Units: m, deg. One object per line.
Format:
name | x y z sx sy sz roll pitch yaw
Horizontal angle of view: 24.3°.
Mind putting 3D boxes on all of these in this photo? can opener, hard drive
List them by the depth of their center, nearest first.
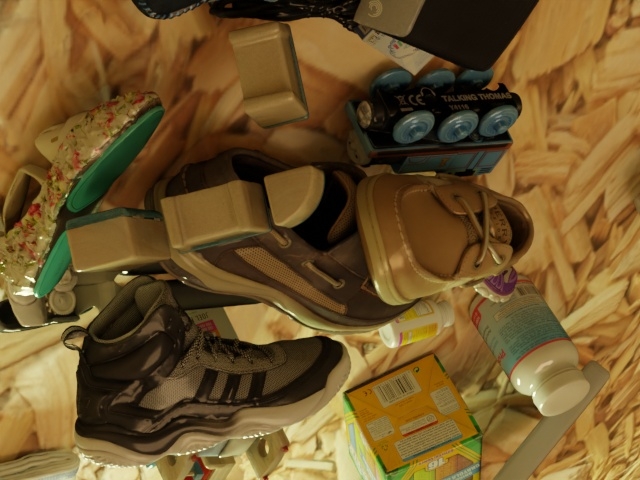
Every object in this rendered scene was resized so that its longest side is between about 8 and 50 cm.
hard drive | 0.145 -0.262 1.201 0.172 0.054 0.255 13 111 -51
can opener | -0.176 0.037 1.417 0.280 0.074 0.093 -5 173 -30

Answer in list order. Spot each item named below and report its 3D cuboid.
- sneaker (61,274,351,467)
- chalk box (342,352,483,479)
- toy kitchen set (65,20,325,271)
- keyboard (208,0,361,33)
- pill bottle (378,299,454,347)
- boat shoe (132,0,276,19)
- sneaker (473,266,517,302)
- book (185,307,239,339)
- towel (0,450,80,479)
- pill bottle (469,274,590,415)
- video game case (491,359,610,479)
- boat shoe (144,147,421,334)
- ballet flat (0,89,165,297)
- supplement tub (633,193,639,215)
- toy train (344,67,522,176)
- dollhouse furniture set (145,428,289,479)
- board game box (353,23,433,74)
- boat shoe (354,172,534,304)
sneaker | -0.102 0.102 1.353 0.268 0.101 0.153 -16 114 -16
chalk box | 0.116 0.267 1.862 0.132 0.132 0.213 -23 146 -10
toy kitchen set | -0.107 -0.076 1.234 0.207 0.166 0.122 -13 177 7
keyboard | -0.008 -0.252 1.187 0.317 0.033 0.201 -5 134 -31
pill bottle | 0.111 0.094 1.712 0.083 0.043 0.043 -14 143 -22
boat shoe | -0.033 -0.247 1.075 0.258 0.089 0.109 -40 142 8
sneaker | 0.181 0.015 1.645 0.071 0.068 0.170 -44 144 10
book | -0.125 0.116 1.473 0.096 0.144 0.035 -19 145 -17
towel | -0.391 0.337 1.663 0.209 0.034 0.285 -9 143 -31
pill bottle | 0.248 0.125 1.750 0.087 0.160 0.087 -20 145 -15
video game case | 0.241 0.315 1.925 0.329 0.036 0.300 -48 168 -12
boat shoe | 0.000 0.000 1.409 0.130 0.132 0.355 -35 150 33
ballet flat | -0.218 -0.048 1.250 0.241 0.077 0.091 -53 171 30
supplement tub | 0.518 -0.054 1.691 0.272 0.191 0.191 -34 146 5
toy train | 0.106 -0.109 1.417 0.184 0.080 0.105 -7 146 -31
dollhouse furniture set | -0.145 0.236 1.629 0.129 0.129 0.184 0 136 -37
board game box | 0.086 -0.193 1.279 0.090 0.020 0.090 -44 145 15
boat shoe | 0.122 -0.013 1.404 0.110 0.122 0.341 -13 179 20
